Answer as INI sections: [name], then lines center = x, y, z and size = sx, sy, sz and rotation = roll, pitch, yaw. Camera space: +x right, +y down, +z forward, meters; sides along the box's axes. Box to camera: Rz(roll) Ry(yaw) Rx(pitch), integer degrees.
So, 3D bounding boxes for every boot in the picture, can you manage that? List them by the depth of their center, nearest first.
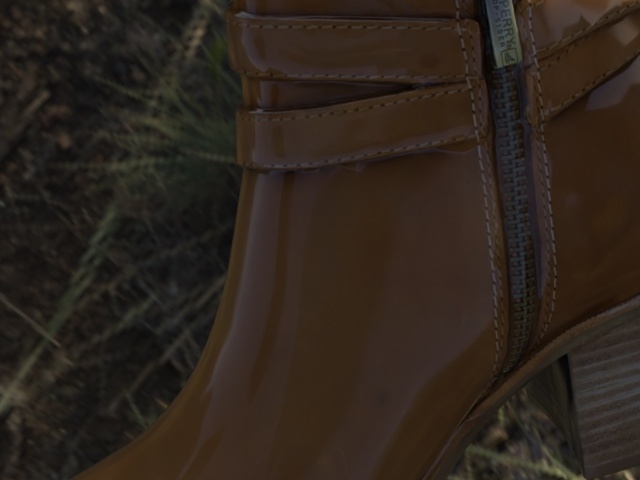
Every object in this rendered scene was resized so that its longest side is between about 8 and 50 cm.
[boot]
center = 0.000, 0.000, 0.538
size = 0.283, 0.220, 0.109
rotation = -19, 27, -8
